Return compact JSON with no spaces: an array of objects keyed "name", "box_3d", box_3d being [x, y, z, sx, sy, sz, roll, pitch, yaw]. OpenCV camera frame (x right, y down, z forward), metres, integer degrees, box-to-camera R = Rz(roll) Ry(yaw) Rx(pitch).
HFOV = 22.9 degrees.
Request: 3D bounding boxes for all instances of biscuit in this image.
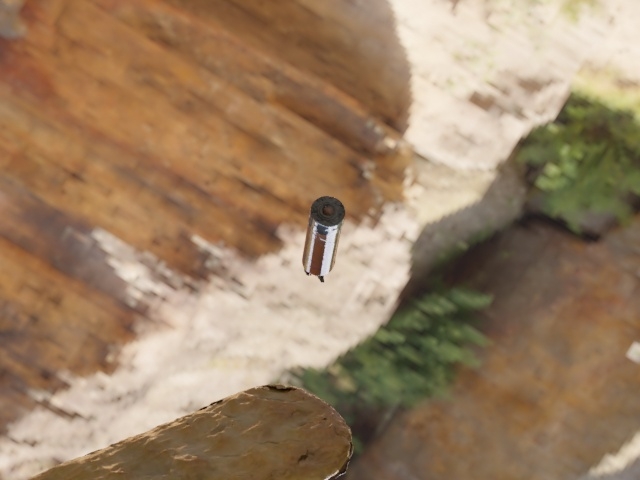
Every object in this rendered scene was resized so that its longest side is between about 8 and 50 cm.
[{"name":"biscuit","box_3d":[-0.094,0.154,1.026,0.247,0.029,0.118,-21,-144,-27]}]

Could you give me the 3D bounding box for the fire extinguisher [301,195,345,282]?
[{"name":"fire extinguisher","box_3d":[0.000,0.000,0.985,0.083,0.022,0.028,100,150,-61]}]
